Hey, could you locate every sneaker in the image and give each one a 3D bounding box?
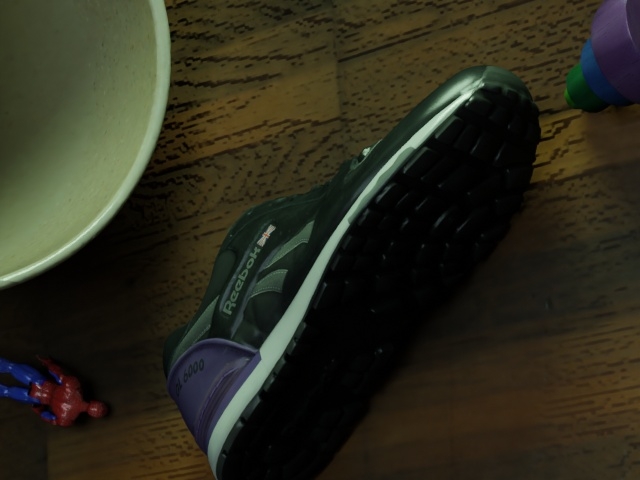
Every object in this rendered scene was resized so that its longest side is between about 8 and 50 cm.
[{"bbox_3d":[0.000,0.000,1.071,0.283,0.107,0.124,-53,49,16],"label":"sneaker"}]

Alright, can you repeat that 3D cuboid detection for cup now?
[{"bbox_3d":[-0.293,-0.100,1.206,0.237,0.331,0.331,-26,63,58],"label":"cup"}]

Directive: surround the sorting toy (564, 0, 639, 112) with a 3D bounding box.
[{"bbox_3d":[0.131,-0.232,1.040,0.126,0.127,0.366,-36,59,60],"label":"sorting toy"}]

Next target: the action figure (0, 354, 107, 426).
[{"bbox_3d":[-0.184,0.095,1.233,0.115,0.030,0.038,17,96,33],"label":"action figure"}]
